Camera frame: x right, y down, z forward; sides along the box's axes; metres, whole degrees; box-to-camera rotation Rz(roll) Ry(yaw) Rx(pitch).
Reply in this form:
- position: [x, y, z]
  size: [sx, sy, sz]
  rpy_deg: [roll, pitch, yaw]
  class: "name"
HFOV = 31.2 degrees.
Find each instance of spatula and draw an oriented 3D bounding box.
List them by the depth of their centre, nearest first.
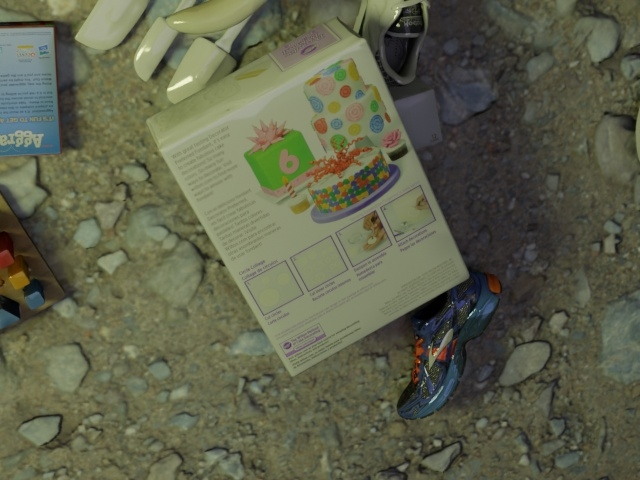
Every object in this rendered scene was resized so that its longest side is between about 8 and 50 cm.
- position: [-0.132, -0.274, 1.254]
  size: [0.168, 0.019, 0.242]
  rpy_deg: [33, 98, -21]
  class: "spatula"

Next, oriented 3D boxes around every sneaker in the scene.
- position: [0.092, -0.289, 1.274]
  size: [0.090, 0.095, 0.235]
  rpy_deg: [-3, 111, -15]
  class: "sneaker"
- position: [0.148, 0.130, 1.485]
  size: [0.087, 0.083, 0.221]
  rpy_deg: [23, 98, -11]
  class: "sneaker"

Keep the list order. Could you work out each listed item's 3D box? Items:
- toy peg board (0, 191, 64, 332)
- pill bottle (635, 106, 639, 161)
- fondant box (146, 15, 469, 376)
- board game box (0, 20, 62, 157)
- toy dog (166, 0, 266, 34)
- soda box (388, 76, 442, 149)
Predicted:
- position: [-0.390, 0.050, 1.269]
  size: [0.161, 0.079, 0.161]
  rpy_deg: [-28, 117, -4]
  class: "toy peg board"
- position: [0.556, -0.138, 1.447]
  size: [0.283, 0.160, 0.160]
  rpy_deg: [-4, 113, -16]
  class: "pill bottle"
- position: [-0.006, -0.042, 1.262]
  size: [0.238, 0.096, 0.330]
  rpy_deg: [-29, 122, -3]
  class: "fondant box"
- position: [-0.418, -0.154, 1.204]
  size: [0.281, 0.027, 0.145]
  rpy_deg: [-4, 112, -16]
  class: "board game box"
- position: [-0.199, -0.409, 1.061]
  size: [0.407, 0.285, 0.395]
  rpy_deg: [4, 128, -18]
  class: "toy dog"
- position: [0.026, -0.125, 1.331]
  size: [0.216, 0.074, 0.069]
  rpy_deg: [-18, 117, -9]
  class: "soda box"
